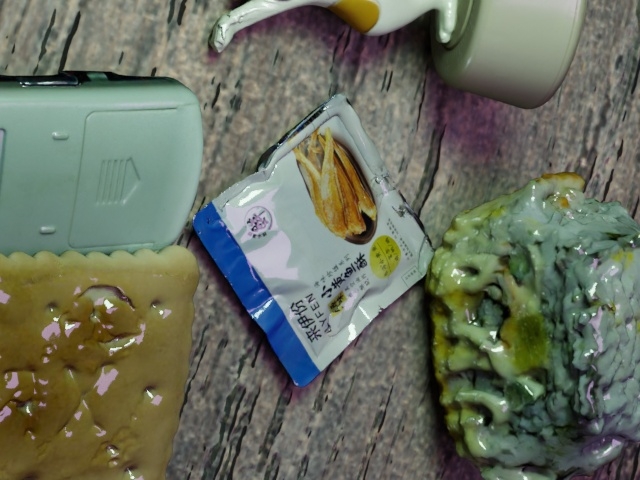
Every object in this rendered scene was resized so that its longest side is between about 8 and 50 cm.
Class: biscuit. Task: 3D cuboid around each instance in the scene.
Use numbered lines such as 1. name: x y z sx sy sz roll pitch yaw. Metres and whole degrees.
1. biscuit: -0.238 0.107 1.341 0.325 0.044 0.217 0 108 -32

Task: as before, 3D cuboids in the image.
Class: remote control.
1. remote control: -0.220 -0.051 1.335 0.296 0.056 0.140 -4 119 -31

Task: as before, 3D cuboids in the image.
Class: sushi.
1. sushi: 0.186 0.084 1.533 0.139 0.184 0.274 -12 103 -43

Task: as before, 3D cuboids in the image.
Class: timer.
1. timer: 0.052 -0.199 1.469 0.266 0.175 0.175 5 93 -13

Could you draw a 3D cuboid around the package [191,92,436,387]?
1. package: 0.000 0.000 1.508 0.173 0.027 0.171 -43 115 -26
